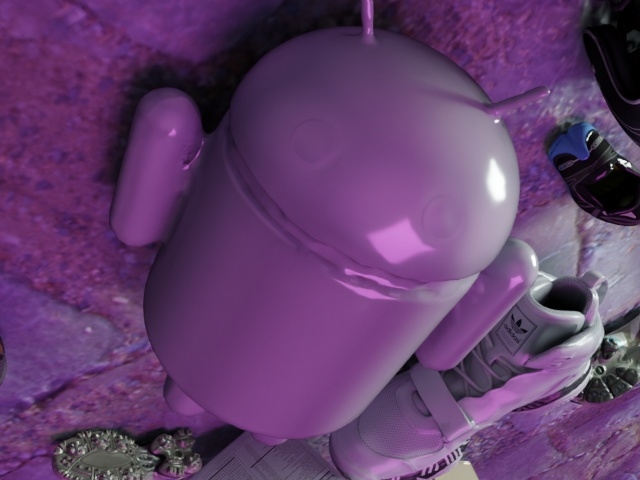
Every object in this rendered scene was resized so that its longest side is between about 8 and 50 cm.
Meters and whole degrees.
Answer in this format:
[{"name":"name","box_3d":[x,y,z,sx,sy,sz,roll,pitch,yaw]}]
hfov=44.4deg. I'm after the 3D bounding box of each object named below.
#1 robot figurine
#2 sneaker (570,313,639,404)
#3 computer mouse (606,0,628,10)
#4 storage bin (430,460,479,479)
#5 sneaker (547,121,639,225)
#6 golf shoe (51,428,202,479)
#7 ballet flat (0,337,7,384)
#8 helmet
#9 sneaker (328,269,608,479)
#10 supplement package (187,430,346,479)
[{"name":"robot figurine","box_3d":[0.000,0.000,0.553,0.300,0.199,0.353,21,128,-17]},{"name":"sneaker","box_3d":[0.471,0.161,1.159,0.283,0.110,0.122,-19,162,-6]},{"name":"computer mouse","box_3d":[0.248,-0.167,0.433,0.072,0.272,0.188,-24,144,-9]},{"name":"storage bin","box_3d":[0.130,0.510,1.352,0.260,0.123,0.262,-7,140,-24]},{"name":"sneaker","box_3d":[0.283,-0.048,0.771,0.067,0.078,0.188,-39,143,19]},{"name":"golf shoe","box_3d":[-0.220,0.254,0.863,0.176,0.069,0.086,14,135,-41]},{"name":"ballet flat","box_3d":[-0.278,0.084,0.594,0.077,0.079,0.221,-8,141,-25]},{"name":"helmet","box_3d":[0.301,-0.131,0.602,0.169,0.161,0.169,-17,144,-13]},{"name":"sneaker","box_3d":[0.176,0.148,0.914,0.366,0.137,0.210,-20,144,-16]},{"name":"supplement package","box_3d":[-0.037,0.354,0.948,0.149,0.203,0.194,-38,150,-23]}]
